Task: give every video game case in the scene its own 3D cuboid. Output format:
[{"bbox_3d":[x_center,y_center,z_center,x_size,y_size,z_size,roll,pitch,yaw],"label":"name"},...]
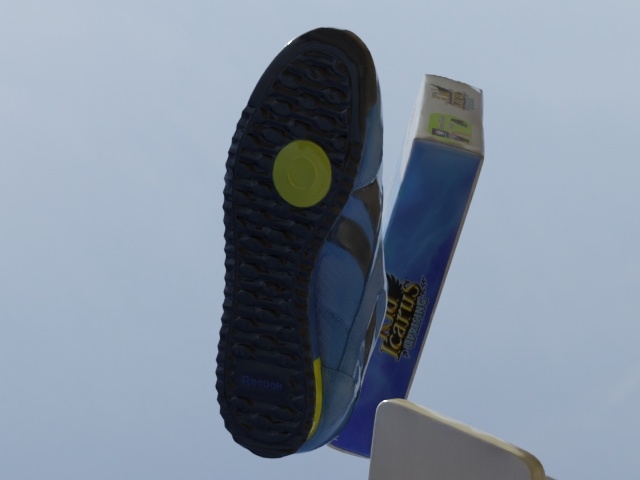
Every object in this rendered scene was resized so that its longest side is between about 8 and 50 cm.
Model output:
[{"bbox_3d":[0.072,0.014,1.282,0.061,0.270,0.244,17,-162,1],"label":"video game case"}]

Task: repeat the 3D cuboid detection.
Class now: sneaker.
[{"bbox_3d":[0.000,0.000,0.730,0.069,0.209,0.082,14,-165,28],"label":"sneaker"}]

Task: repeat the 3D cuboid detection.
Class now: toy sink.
[{"bbox_3d":[0.124,0.232,1.061,0.131,0.234,0.152,-5,-165,-40],"label":"toy sink"}]
